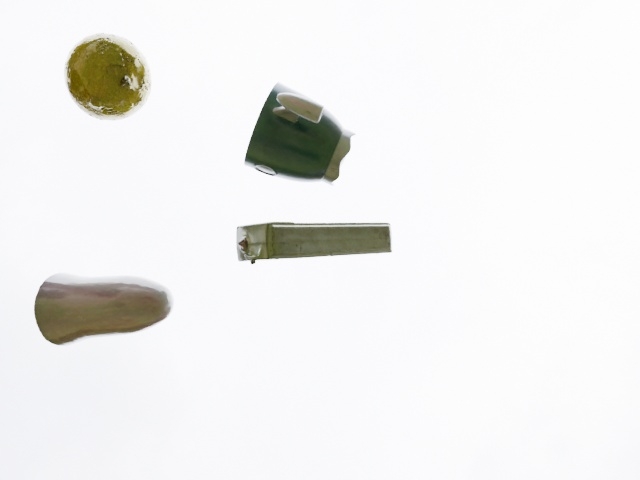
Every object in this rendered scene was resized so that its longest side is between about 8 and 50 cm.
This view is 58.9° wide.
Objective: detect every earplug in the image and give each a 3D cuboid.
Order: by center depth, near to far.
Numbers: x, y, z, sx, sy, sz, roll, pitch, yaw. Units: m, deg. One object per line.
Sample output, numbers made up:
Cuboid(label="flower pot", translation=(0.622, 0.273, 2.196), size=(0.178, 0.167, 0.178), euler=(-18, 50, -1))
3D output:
Cuboid(label="earplug", translation=(-0.465, 0.145, 1.281), size=(0.300, 0.172, 0.173), euler=(-7, -85, 20))

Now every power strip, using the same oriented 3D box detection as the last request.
Cuboid(label="power strip", translation=(0.001, 0.000, 0.801), size=(0.078, 0.272, 0.052), euler=(-5, -91, 48))

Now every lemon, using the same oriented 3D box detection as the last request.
Cuboid(label="lemon", translation=(-0.434, -0.335, 1.160), size=(0.173, 0.206, 0.174), euler=(-8, -62, -15))

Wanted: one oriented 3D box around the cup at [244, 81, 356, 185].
Cuboid(label="cup", translation=(-0.032, -0.185, 1.057), size=(0.173, 0.300, 0.168), euler=(22, -104, -3))
